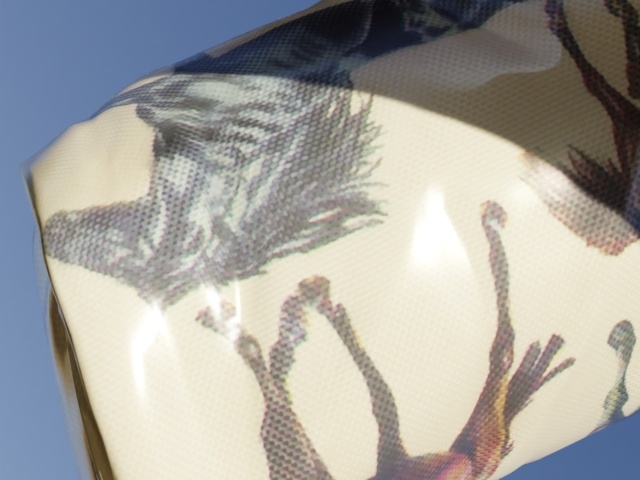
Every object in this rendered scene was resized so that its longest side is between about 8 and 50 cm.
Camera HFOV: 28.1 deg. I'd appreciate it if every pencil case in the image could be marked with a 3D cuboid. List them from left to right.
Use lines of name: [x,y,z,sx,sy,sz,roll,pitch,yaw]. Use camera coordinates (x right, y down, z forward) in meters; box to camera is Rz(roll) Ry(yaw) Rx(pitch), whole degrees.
pencil case: [0.096,-0.019,0.419,0.160,0.410,0.183,54,-16,47]
